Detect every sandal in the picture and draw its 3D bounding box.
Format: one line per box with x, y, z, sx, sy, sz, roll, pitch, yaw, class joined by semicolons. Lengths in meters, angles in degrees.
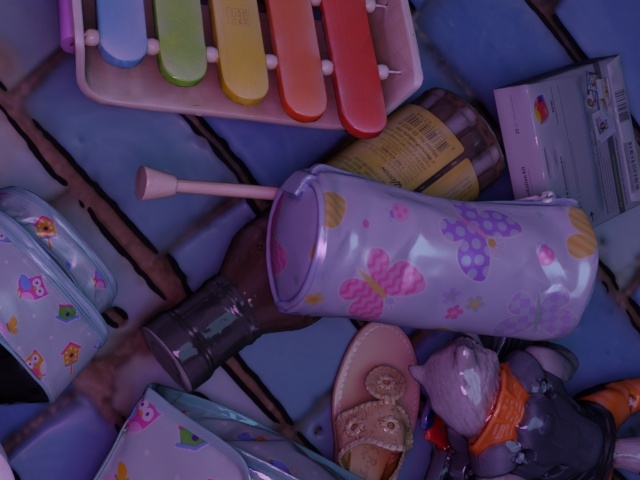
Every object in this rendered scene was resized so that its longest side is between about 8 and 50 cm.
0.051;0.192;1.581;0.088;0.079;0.240;18;86;-22;sandal

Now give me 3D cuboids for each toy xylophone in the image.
-0.065;-0.145;1.472;0.322;0.081;0.236;-3;61;-27;toy xylophone

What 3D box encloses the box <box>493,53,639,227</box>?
0.230;-0.084;1.617;0.186;0.038;0.145;-23;103;-53;box

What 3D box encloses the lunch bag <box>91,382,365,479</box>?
-0.082;0.265;1.482;0.262;0.160;0.223;27;97;-10;lunch bag

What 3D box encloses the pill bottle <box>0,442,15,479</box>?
-0.304;0.181;1.364;0.119;0.208;0.119;-1;94;-23;pill bottle

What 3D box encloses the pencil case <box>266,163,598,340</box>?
0.092;0.012;1.451;0.273;0.113;0.124;6;113;-23;pencil case

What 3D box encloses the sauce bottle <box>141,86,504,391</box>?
0.000;0.000;1.534;0.344;0.111;0.111;-35;105;-17;sauce bottle

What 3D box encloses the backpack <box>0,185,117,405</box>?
-0.245;0.045;1.392;0.144;0.188;0.166;-43;106;-15;backpack

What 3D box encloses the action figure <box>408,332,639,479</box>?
0.230;0.133;1.604;0.330;0.178;0.341;17;82;-32;action figure
